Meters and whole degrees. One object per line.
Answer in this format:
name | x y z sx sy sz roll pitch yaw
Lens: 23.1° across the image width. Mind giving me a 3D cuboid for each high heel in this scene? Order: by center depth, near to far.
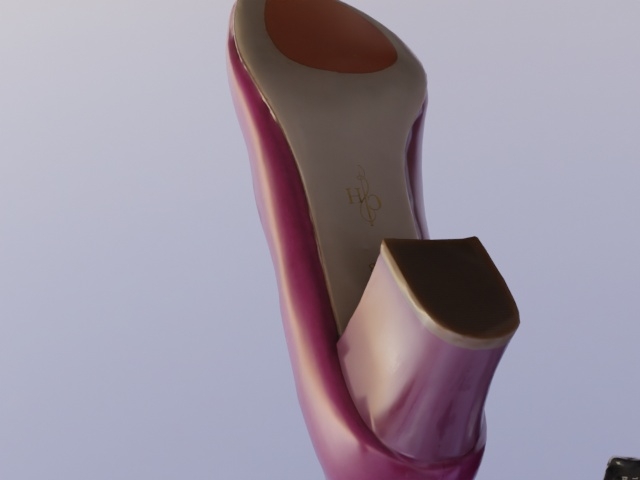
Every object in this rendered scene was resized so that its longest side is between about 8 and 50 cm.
high heel | 0.000 0.000 0.916 0.127 0.181 0.377 5 -142 -19

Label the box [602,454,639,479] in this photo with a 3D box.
box | 0.343 0.297 1.001 0.294 0.296 0.182 -4 -135 35
